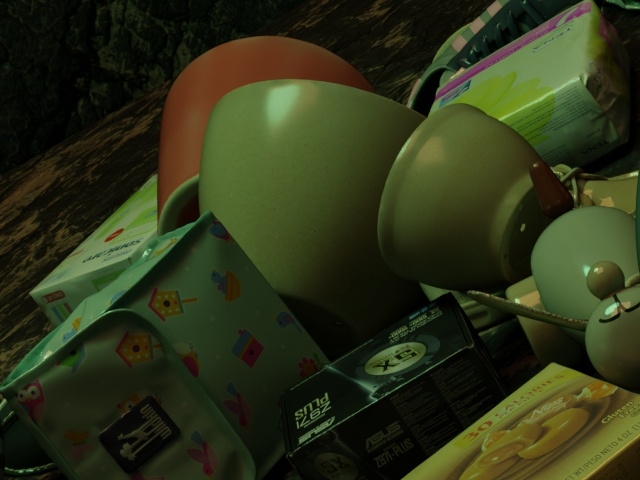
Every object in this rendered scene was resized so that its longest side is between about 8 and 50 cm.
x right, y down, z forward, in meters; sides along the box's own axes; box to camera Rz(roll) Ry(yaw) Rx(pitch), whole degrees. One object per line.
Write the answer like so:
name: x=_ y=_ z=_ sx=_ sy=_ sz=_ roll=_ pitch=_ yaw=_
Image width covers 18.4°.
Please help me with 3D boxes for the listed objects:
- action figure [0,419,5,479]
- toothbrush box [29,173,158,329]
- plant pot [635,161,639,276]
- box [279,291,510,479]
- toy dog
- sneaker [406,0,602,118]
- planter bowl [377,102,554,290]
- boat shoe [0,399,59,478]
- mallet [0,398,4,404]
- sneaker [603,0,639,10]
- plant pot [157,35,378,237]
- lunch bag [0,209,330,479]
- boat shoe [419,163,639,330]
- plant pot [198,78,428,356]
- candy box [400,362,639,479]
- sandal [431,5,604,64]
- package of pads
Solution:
action figure: x=-0.280 y=0.234 z=1.632 sx=0.178 sy=0.330 sz=0.341 roll=-23 pitch=-24 yaw=-27
toothbrush box: x=-0.195 y=0.012 z=2.493 sx=0.206 sy=0.122 sz=0.283 roll=-18 pitch=23 yaw=45
plant pot: x=0.315 y=0.017 z=1.241 sx=0.290 sy=0.290 sz=0.195 roll=-69 pitch=2 yaw=-66
box: x=0.061 y=0.138 z=1.660 sx=0.180 sy=0.077 sz=0.147 roll=-31 pitch=16 yaw=6
toy dog: x=0.213 y=0.012 z=1.501 sx=0.220 sy=0.161 sz=0.333 roll=-32 pitch=3 yaw=-15
sneaker: x=0.211 y=-0.214 z=2.330 sx=0.131 sy=0.112 sz=0.319 roll=-45 pitch=-1 yaw=-40
planter bowl: x=0.141 y=-0.024 z=1.685 sx=0.109 sy=0.162 sz=0.162 roll=25 pitch=53 yaw=34
boat shoe: x=-0.229 y=0.164 z=2.103 sx=0.302 sy=0.114 sz=0.091 roll=-34 pitch=9 yaw=0
mallet: x=-0.371 y=0.194 z=2.456 sx=0.062 sy=0.039 sz=0.189 roll=-41 pitch=13 yaw=-24
sneaker: x=0.385 y=-0.329 z=2.461 sx=0.095 sy=0.090 sz=0.235 roll=-49 pitch=18 yaw=-20
plant pot: x=-0.068 y=-0.063 z=2.248 sx=0.275 sy=0.275 sz=0.243 roll=-26 pitch=25 yaw=23
lunch bag: x=-0.139 y=0.138 z=1.784 sx=0.160 sy=0.223 sz=0.262 roll=-25 pitch=15 yaw=49
boat shoe: x=0.216 y=-0.014 z=1.780 sx=0.302 sy=0.098 sz=0.109 roll=-25 pitch=17 yaw=28
plant pot: x=0.000 y=0.000 z=1.928 sx=0.284 sy=0.284 sz=0.191 roll=-16 pitch=48 yaw=47
candy box: x=0.094 y=0.218 z=1.322 sx=0.316 sy=0.087 sz=0.183 roll=-37 pitch=16 yaw=-12
sandal: x=0.240 y=-0.244 z=2.471 sx=0.240 sy=0.088 sz=0.079 roll=-24 pitch=11 yaw=14
package of pads: x=0.227 y=-0.139 z=2.148 sx=0.229 sy=0.101 sz=0.296 roll=-29 pitch=16 yaw=20
